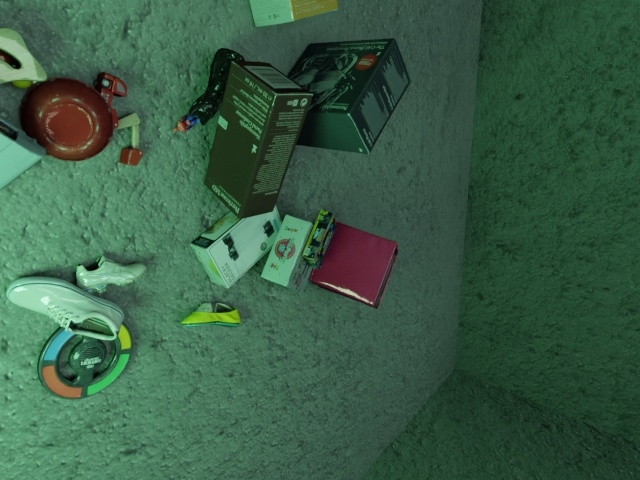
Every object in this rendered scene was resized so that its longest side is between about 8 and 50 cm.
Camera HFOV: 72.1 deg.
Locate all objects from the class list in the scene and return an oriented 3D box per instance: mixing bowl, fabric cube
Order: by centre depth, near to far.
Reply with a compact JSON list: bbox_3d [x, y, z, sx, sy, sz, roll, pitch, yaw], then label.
[{"bbox_3d":[-0.532,-0.249,0.933,0.182,0.098,0.181,-12,115,-27],"label":"mixing bowl"},{"bbox_3d":[0.139,0.103,1.725,0.259,0.259,0.253,48,61,-74],"label":"fabric cube"}]

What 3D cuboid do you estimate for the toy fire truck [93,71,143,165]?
[{"bbox_3d":[-0.487,-0.288,1.060,0.135,0.047,0.191,13,91,-52],"label":"toy fire truck"}]

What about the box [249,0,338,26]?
[{"bbox_3d":[-0.100,-0.821,1.252,0.215,0.169,0.344,-38,129,-37],"label":"box"}]

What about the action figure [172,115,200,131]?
[{"bbox_3d":[-0.362,-0.328,1.213,0.115,0.030,0.038,-47,130,-39],"label":"action figure"}]

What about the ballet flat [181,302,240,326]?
[{"bbox_3d":[-0.347,0.237,1.402,0.231,0.077,0.077,16,69,-54],"label":"ballet flat"}]

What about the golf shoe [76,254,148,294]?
[{"bbox_3d":[-0.529,0.075,1.121,0.176,0.069,0.085,-22,112,-46],"label":"golf shoe"}]

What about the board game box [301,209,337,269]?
[{"bbox_3d":[0.000,0.000,1.479,0.141,0.048,0.170,62,49,-71],"label":"board game box"}]

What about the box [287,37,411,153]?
[{"bbox_3d":[0.059,-0.469,1.423,0.312,0.344,0.179,-61,141,-17],"label":"box"}]

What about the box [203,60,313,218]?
[{"bbox_3d":[-0.184,-0.269,1.210,0.143,0.191,0.381,-20,143,-44],"label":"box"}]

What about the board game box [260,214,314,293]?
[{"bbox_3d":[-0.085,0.061,1.536,0.303,0.098,0.223,58,53,-75],"label":"board game box"}]

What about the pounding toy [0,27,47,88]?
[{"bbox_3d":[-0.640,-0.298,0.785,0.270,0.155,0.154,-25,118,-41],"label":"pounding toy"}]

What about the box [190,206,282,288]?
[{"bbox_3d":[-0.253,-0.005,1.408,0.290,0.087,0.169,-44,133,-32],"label":"box"}]

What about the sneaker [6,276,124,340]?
[{"bbox_3d":[-0.581,0.161,1.018,0.258,0.091,0.094,27,108,-35],"label":"sneaker"}]

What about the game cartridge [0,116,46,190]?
[{"bbox_3d":[-0.681,-0.187,0.762,0.198,0.062,0.297,-34,141,12],"label":"game cartridge"}]

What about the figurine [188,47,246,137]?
[{"bbox_3d":[-0.263,-0.389,1.250,0.209,0.093,0.215,-62,155,-8],"label":"figurine"}]

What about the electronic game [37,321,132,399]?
[{"bbox_3d":[-0.595,0.296,1.127,0.229,0.048,0.229,-21,118,-46],"label":"electronic game"}]
